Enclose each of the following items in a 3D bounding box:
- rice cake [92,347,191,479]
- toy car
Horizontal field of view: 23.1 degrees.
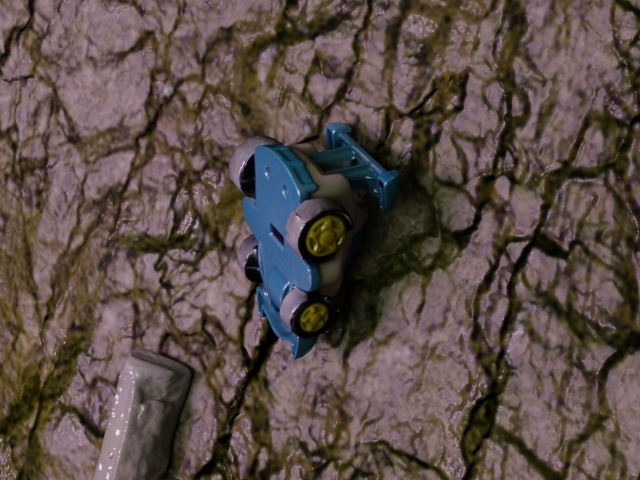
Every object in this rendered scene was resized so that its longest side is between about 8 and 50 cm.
[{"bbox_3d":[-0.164,0.218,1.293,0.057,0.052,0.256,15,99,2],"label":"rice cake"},{"bbox_3d":[0.000,0.000,1.180,0.126,0.098,0.161,-132,34,-51],"label":"toy car"}]
